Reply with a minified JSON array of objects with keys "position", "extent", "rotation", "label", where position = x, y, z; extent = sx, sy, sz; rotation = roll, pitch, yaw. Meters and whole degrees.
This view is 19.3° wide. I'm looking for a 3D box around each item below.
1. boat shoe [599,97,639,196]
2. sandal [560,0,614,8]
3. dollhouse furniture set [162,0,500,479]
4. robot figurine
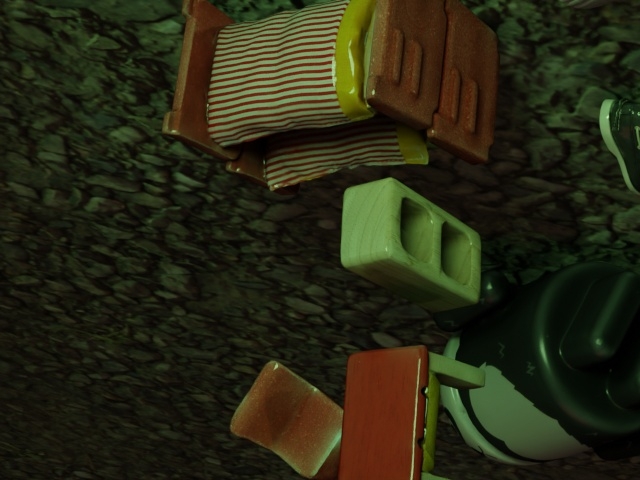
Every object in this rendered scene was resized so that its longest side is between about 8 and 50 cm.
[{"position":[0.260,-0.073,1.501],"extent":[0.038,0.046,0.125],"rotation":[2,149,31],"label":"boat shoe"},{"position":[0.150,-0.218,1.149],"extent":[0.102,0.076,0.265],"rotation":[-23,157,26],"label":"sandal"},{"position":[0.000,0.000,1.356],"extent":[0.201,0.374,0.152],"rotation":[-10,155,36],"label":"dollhouse furniture set"},{"position":[0.229,0.122,1.807],"extent":[0.173,0.209,0.278],"rotation":[-13,170,-31],"label":"robot figurine"}]
